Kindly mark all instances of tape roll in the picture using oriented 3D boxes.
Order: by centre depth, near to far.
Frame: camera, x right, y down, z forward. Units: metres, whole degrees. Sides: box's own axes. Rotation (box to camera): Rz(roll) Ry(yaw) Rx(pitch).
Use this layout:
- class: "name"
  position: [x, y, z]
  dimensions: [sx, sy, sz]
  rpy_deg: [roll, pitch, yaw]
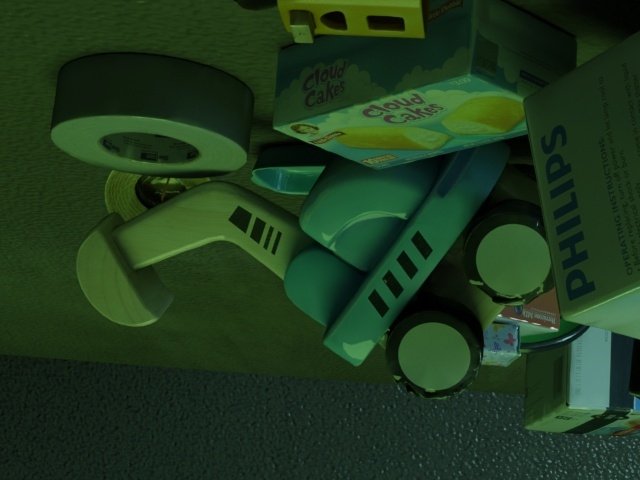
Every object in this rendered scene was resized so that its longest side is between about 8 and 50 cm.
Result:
- class: "tape roll"
  position: [-0.185, -0.133, 1.577]
  dimensions: [0.219, 0.072, 0.219]
  rpy_deg: [5, 167, 1]

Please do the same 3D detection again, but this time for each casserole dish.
- class: "casserole dish"
  position: [0.005, -0.089, 1.756]
  dimensions: [0.188, 0.037, 0.114]
  rpy_deg: [0, 165, 21]

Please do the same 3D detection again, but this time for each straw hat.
- class: "straw hat"
  position: [-0.206, -0.068, 1.854]
  dimensions: [0.144, 0.144, 0.061]
  rpy_deg: [6, -152, -5]

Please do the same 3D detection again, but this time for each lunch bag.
- class: "lunch bag"
  position: [0.210, 0.134, 1.828]
  dimensions: [0.071, 0.053, 0.083]
  rpy_deg: [6, 157, -9]

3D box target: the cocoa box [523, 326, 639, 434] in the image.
- class: "cocoa box"
  position: [0.465, 0.179, 2.243]
  dimensions: [0.228, 0.231, 0.347]
  rpy_deg: [5, 166, -2]

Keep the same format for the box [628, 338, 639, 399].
- class: "box"
  position: [0.422, 0.044, 1.571]
  dimensions: [0.077, 0.307, 0.242]
  rpy_deg: [1, 165, 30]

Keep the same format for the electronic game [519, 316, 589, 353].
- class: "electronic game"
  position: [0.273, 0.077, 1.999]
  dimensions: [0.229, 0.229, 0.048]
  rpy_deg: [4, 129, 6]

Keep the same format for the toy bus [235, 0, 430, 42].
- class: "toy bus"
  position: [-0.004, -0.211, 1.134]
  dimensions: [0.191, 0.104, 0.202]
  rpy_deg: [15, 162, -34]

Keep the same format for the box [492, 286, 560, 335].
- class: "box"
  position: [0.240, 0.030, 1.865]
  dimensions: [0.130, 0.170, 0.091]
  rpy_deg: [14, 164, -33]

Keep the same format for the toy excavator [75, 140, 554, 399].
- class: "toy excavator"
  position: [0.000, 0.000, 1.634]
  dimensions: [0.445, 0.433, 0.222]
  rpy_deg: [36, -160, -1]

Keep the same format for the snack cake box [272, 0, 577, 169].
- class: "snack cake box"
  position: [0.096, -0.149, 1.376]
  dimensions: [0.152, 0.089, 0.264]
  rpy_deg: [16, 162, -40]

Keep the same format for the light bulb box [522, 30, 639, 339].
- class: "light bulb box"
  position: [0.430, -0.056, 1.199]
  dimensions: [0.358, 0.225, 0.361]
  rpy_deg: [17, 147, -37]
